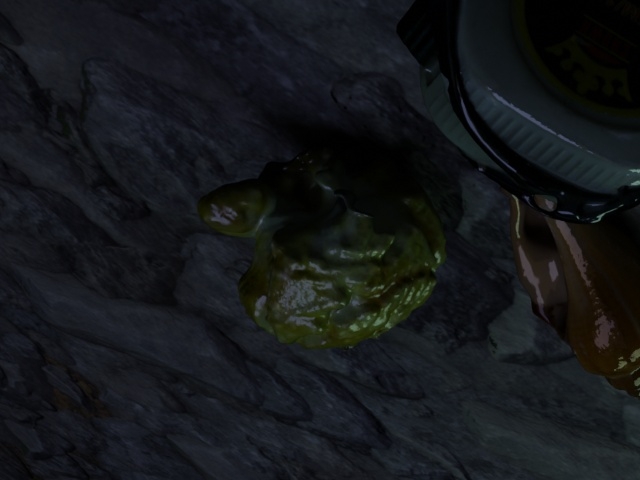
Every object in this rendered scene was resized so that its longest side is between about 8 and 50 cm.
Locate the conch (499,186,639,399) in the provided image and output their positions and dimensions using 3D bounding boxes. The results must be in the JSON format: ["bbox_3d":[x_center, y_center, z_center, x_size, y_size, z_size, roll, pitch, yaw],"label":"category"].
[{"bbox_3d":[0.221,0.009,1.438,0.109,0.093,0.330,21,139,58],"label":"conch"}]

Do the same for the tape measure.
[{"bbox_3d":[0.140,-0.130,1.110,0.235,0.207,0.115,29,158,-6],"label":"tape measure"}]

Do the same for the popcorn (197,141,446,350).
[{"bbox_3d":[0.000,0.000,1.522,0.212,0.198,0.198,37,155,-1],"label":"popcorn"}]
